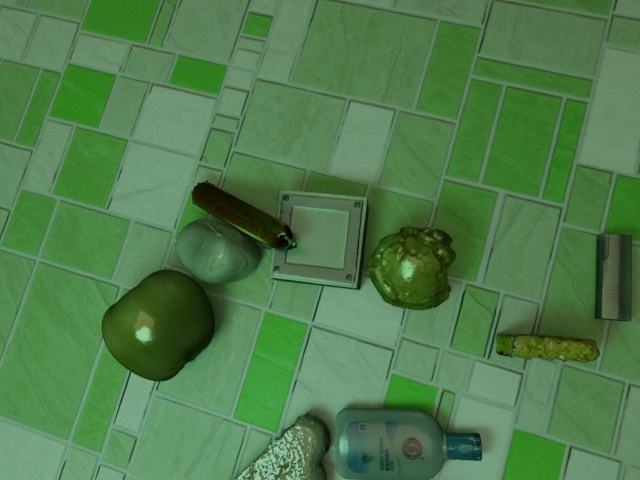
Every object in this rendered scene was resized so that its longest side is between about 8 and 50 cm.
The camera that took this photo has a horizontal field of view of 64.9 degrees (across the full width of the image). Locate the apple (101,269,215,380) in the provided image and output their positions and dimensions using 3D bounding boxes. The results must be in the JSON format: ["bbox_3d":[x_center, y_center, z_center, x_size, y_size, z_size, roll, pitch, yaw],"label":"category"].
[{"bbox_3d":[-0.390,0.206,1.226,0.262,0.262,0.262,-1,81,7],"label":"apple"}]

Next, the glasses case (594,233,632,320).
[{"bbox_3d":[0.703,0.088,1.205,0.070,0.047,0.205,5,82,9],"label":"glasses case"}]

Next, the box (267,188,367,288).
[{"bbox_3d":[0.000,0.000,1.272,0.224,0.117,0.225,6,82,8],"label":"box"}]

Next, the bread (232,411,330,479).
[{"bbox_3d":[-0.095,0.579,1.205,0.337,0.102,0.183,-42,83,-3],"label":"bread"}]

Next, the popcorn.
[{"bbox_3d":[0.214,0.070,1.183,0.204,0.221,0.184,16,59,10],"label":"popcorn"}]

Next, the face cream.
[{"bbox_3d":[0.205,0.483,1.188,0.336,0.080,0.163,-1,81,8],"label":"face cream"}]

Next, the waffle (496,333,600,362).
[{"bbox_3d":[0.524,0.244,1.145,0.210,0.160,0.055,3,81,8],"label":"waffle"}]

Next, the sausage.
[{"bbox_3d":[-0.184,-0.057,1.251,0.371,0.082,0.082,28,85,36],"label":"sausage"}]

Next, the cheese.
[{"bbox_3d":[-0.266,0.030,1.270,0.189,0.198,0.154,28,89,19],"label":"cheese"}]
